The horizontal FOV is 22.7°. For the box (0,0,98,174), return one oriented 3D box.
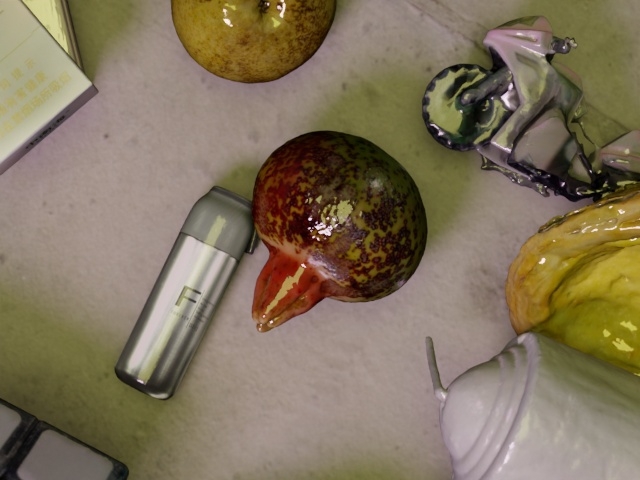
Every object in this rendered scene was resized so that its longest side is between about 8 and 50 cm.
[{"bbox_3d":[-0.385,-0.213,1.788,0.155,0.067,0.243,-42,89,-4],"label":"box"}]

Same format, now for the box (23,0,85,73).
[{"bbox_3d":[-0.420,-0.238,1.878,0.260,0.111,0.195,-13,86,1],"label":"box"}]

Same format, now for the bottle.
[{"bbox_3d":[-0.149,0.063,1.862,0.096,0.079,0.254,28,84,-35],"label":"bottle"}]

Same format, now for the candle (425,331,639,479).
[{"bbox_3d":[0.268,0.228,1.745,0.342,0.221,0.221,22,85,-7],"label":"candle"}]

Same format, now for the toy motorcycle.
[{"bbox_3d":[0.286,-0.138,1.845,0.327,0.143,0.188,28,85,-4],"label":"toy motorcycle"}]

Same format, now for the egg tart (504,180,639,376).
[{"bbox_3d":[0.375,0.043,1.776,0.345,0.345,0.132,8,47,2],"label":"egg tart"}]

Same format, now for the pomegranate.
[{"bbox_3d":[0.000,0.000,1.795,0.214,0.214,0.248,39,74,4],"label":"pomegranate"}]

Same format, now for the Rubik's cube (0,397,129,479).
[{"bbox_3d":[-0.446,0.361,1.636,0.362,0.363,0.359,29,125,3],"label":"Rubik's cube"}]

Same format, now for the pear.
[{"bbox_3d":[-0.079,-0.281,1.842,0.197,0.197,0.197,0,84,1],"label":"pear"}]
